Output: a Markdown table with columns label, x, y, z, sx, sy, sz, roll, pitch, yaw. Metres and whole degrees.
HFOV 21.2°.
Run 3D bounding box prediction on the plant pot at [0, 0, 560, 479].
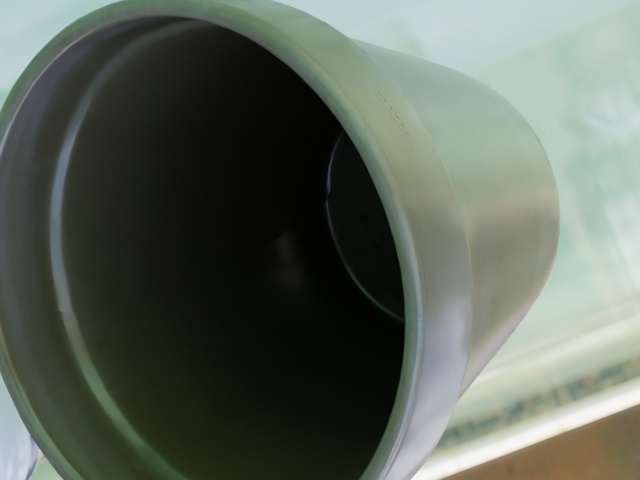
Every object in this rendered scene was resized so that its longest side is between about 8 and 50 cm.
| label | x | y | z | sx | sy | sz | roll | pitch | yaw |
| --- | --- | --- | --- | --- | --- | --- | --- | --- | --- |
| plant pot | 0.000 | 0.000 | 1.046 | 0.323 | 0.323 | 0.280 | -29 | 173 | 38 |

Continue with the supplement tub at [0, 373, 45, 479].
| label | x | y | z | sx | sy | sz | roll | pitch | yaw |
| --- | --- | --- | --- | --- | --- | --- | --- | --- | --- |
| supplement tub | -0.290 | 0.066 | 1.443 | 0.235 | 0.235 | 0.325 | -28 | -163 | 34 |
